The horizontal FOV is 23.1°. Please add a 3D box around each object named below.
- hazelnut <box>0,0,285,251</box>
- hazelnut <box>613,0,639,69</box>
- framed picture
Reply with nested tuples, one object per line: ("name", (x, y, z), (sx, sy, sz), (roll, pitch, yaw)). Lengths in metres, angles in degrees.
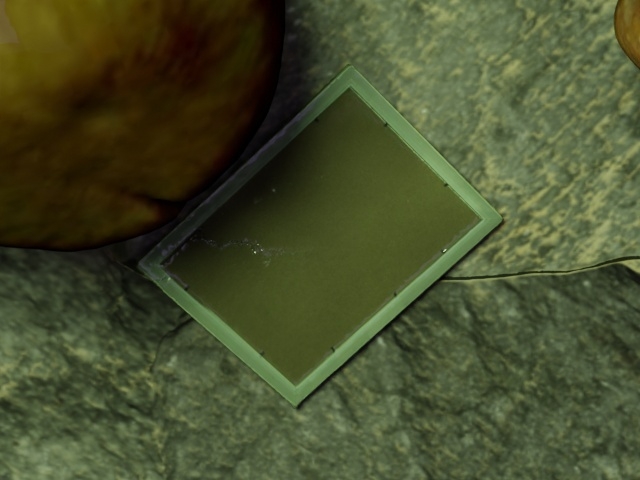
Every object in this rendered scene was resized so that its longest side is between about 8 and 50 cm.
("hazelnut", (-0.227, -0.195, 1.224), (0.429, 0.402, 0.402), (8, 113, -37))
("hazelnut", (0.351, -0.209, 1.452), (0.150, 0.150, 0.150), (-2, 112, -5))
("framed picture", (0.000, 0.000, 1.549), (0.293, 0.018, 0.231), (-42, 110, 11))
